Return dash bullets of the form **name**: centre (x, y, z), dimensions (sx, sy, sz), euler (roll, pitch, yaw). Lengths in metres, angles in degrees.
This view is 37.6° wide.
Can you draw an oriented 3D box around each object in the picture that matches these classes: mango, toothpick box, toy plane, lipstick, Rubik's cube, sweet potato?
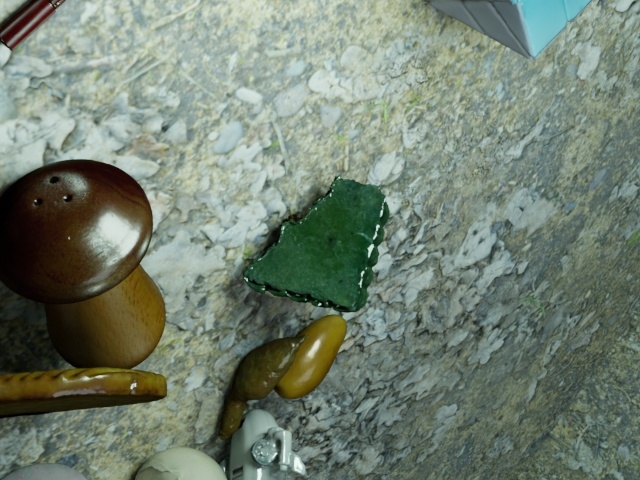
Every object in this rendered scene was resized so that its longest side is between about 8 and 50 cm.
- **mango**: centre (-0.015, 0.206, 1.685), dimensions (0.184, 0.085, 0.102), euler (-46, 147, -13)
- **toothpick box**: centre (-0.285, 0.036, 1.143), dimensions (0.192, 0.192, 0.294), euler (-34, 150, -20)
- **toy plane**: centre (-0.107, 0.426, 1.679), dimensions (0.118, 0.252, 0.252), euler (12, 116, -30)
- **lipstick**: centre (-0.271, -0.268, 0.994), dimensions (0.176, 0.027, 0.027), euler (-45, 146, -8)
- **Rubik's cube**: centre (0.255, -0.417, 1.246), dimensions (0.224, 0.221, 0.231), euler (-46, 146, -4)
- **sweet potato**: centre (-0.118, 0.246, 1.627), dimensions (0.074, 0.075, 0.269), euler (5, 129, -50)

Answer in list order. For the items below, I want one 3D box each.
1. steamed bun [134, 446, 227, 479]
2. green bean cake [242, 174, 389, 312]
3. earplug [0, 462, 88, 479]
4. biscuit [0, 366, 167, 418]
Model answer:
- **steamed bun**: centre (-0.231, 0.454, 1.612), dimensions (0.130, 0.177, 0.228), euler (-20, 135, -47)
- **green bean cake**: centre (0.000, 0.000, 1.461), dimensions (0.107, 0.193, 0.208), euler (26, 79, -73)
- **earplug**: centre (-0.436, 0.501, 1.467), dimensions (0.172, 0.172, 0.301), euler (-22, 145, -33)
- **biscuit**: centre (-0.350, 0.193, 1.172), dimensions (0.318, 0.040, 0.318), euler (-6, 169, -1)
